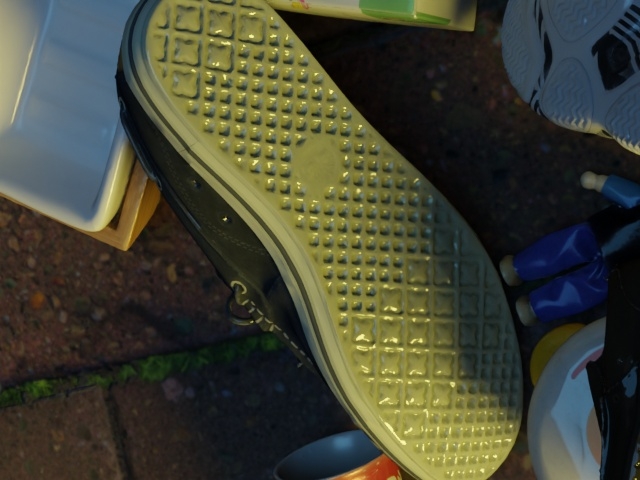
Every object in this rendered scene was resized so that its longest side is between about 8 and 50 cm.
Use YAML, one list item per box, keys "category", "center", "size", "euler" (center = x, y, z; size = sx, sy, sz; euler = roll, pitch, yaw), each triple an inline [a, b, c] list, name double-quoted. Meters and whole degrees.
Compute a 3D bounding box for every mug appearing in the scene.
- category: "mug"
  center: [0.034, 0.266, 1.219]
  size: [0.113, 0.150, 0.169]
  euler: [-18, 99, -4]

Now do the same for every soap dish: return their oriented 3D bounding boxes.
- category: "soap dish"
  center: [-0.225, -0.167, 1.274]
  size: [0.229, 0.118, 0.291]
  euler: [23, 104, 20]

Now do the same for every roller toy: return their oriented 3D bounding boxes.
- category: "roller toy"
  center: [0.270, 0.153, 1.068]
  size: [0.209, 0.146, 0.191]
  euler: [-8, 81, 24]

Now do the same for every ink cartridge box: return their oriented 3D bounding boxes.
- category: "ink cartridge box"
  center: [0.014, -0.236, 1.138]
  size: [0.212, 0.154, 0.093]
  euler: [9, 98, 24]

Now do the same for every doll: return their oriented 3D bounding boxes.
- category: "doll"
  center: [0.244, 0.003, 1.119]
  size: [0.189, 0.046, 0.129]
  euler: [-24, 80, 24]

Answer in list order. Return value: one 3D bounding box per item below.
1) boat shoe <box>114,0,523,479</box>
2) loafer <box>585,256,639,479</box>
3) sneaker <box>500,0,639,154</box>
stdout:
- category: "boat shoe"
  center: [0.000, 0.000, 1.141]
  size: [0.500, 0.187, 0.156]
  euler: [52, 157, -13]
- category: "loafer"
  center: [0.235, 0.113, 0.974]
  size: [0.078, 0.080, 0.220]
  euler: [7, 88, 58]
- category: "sneaker"
  center: [0.304, -0.115, 1.037]
  size: [0.366, 0.210, 0.137]
  euler: [42, 114, 52]
